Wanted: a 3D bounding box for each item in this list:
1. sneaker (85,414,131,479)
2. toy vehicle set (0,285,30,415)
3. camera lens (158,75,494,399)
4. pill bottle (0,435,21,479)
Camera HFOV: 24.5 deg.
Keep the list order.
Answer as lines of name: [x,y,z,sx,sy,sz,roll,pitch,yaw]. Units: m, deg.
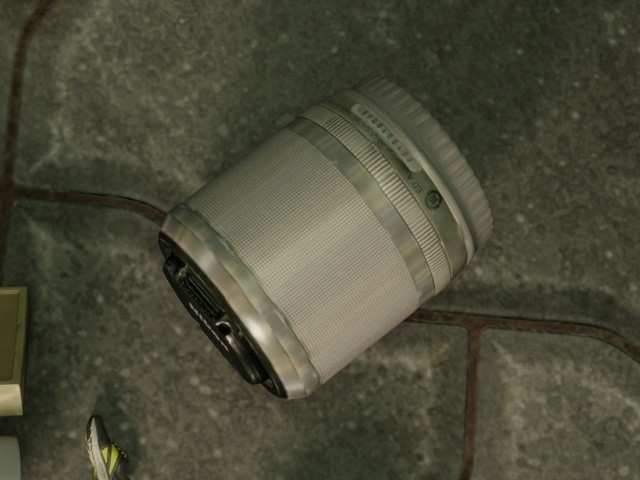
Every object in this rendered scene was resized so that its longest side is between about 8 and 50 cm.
sneaker: [-0.209,0.212,1.455,0.035,0.031,0.083,-11,86,-21]
toy vehicle set: [-0.411,0.106,1.388,0.267,0.166,0.035,-2,121,-6]
camera lens: [0.000,0.000,1.413,0.274,0.219,0.219,-38,86,-10]
pill bottle: [-0.410,0.242,1.308,0.278,0.162,0.162,0,80,-16]
